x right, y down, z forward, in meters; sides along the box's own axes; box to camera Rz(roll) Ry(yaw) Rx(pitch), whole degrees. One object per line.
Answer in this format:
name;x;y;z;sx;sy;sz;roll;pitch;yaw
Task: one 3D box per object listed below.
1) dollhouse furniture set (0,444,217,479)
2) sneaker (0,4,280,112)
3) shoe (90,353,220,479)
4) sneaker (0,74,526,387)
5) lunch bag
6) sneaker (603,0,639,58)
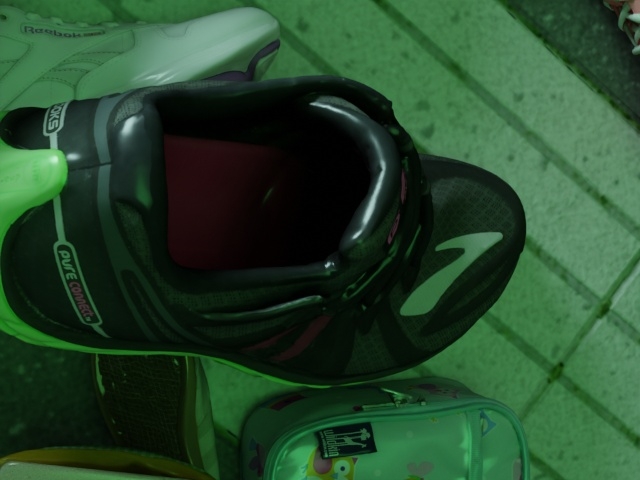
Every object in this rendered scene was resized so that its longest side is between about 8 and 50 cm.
dollhouse furniture set;-0.196;0.108;0.901;0.302;0.197;0.151;7;82;-5
sneaker;-0.168;-0.117;0.943;0.305;0.114;0.152;-25;76;-25
shoe;-0.119;0.129;1.023;0.077;0.058;0.219;-10;96;5
sneaker;0.000;0.000;0.892;0.483;0.202;0.185;0;79;-49
lunch bag;0.056;0.241;1.054;0.224;0.108;0.279;-4;98;-16
sneaker;0.246;-0.215;1.070;0.136;0.116;0.313;-4;91;-5
